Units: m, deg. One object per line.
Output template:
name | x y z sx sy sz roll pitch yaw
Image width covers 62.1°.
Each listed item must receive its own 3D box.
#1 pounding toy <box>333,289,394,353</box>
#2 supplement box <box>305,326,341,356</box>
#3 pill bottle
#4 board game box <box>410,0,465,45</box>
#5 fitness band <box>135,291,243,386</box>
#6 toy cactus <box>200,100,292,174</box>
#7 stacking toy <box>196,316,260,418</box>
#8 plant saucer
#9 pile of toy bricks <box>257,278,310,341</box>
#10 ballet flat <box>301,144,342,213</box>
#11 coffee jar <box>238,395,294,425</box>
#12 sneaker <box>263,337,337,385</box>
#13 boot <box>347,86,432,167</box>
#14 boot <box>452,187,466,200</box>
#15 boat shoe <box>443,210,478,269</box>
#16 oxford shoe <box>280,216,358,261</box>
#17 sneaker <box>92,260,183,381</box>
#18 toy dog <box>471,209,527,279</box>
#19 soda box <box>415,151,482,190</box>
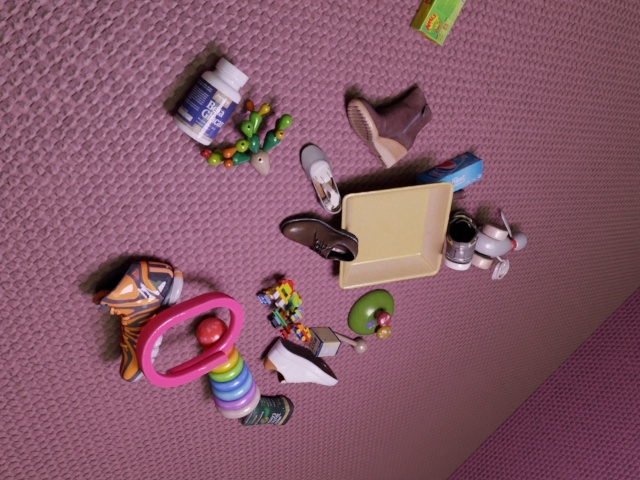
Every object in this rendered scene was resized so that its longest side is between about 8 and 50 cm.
pounding toy | 0.178 0.289 1.796 0.237 0.110 0.183 -50 134 5
supplement box | 0.007 0.328 1.724 0.083 0.083 0.056 4 117 -37
pill bottle | -0.229 -0.296 1.124 0.094 0.094 0.169 29 101 -43
board game box | 0.307 -0.593 1.317 0.092 0.043 0.181 14 111 -39
fitness band | -0.318 0.244 1.330 0.290 0.054 0.209 -23 124 -36
toy cactus | -0.162 -0.220 1.237 0.219 0.112 0.180 -38 153 -10
stacking toy | -0.274 0.358 1.528 0.141 0.141 0.331 -24 127 -19
plant saucer | 0.207 -0.028 1.581 0.332 0.081 0.333 -8 125 -13
pile of toy bricks | -0.092 0.195 1.569 0.105 0.118 0.212 -50 124 -34
ballet flat | 0.012 -0.157 1.402 0.072 0.068 0.213 -33 133 -11
coffee jar | -0.178 0.565 1.766 0.184 0.079 0.096 17 110 -41
sneaker | -0.070 0.421 1.733 0.290 0.106 0.123 37 100 -33
boot | 0.188 -0.337 1.407 0.207 0.090 0.248 -51 134 -11
boot | 0.388 -0.122 1.667 0.114 0.106 0.037 -27 94 -16
boat shoe | 0.446 -0.023 1.669 0.305 0.109 0.091 -61 158 -56
oxford shoe | 0.000 0.000 1.446 0.227 0.096 0.083 15 125 -9
sneaker | -0.474 0.189 1.292 0.180 0.124 0.321 16 99 -36
toy dog | 0.599 -0.005 1.883 0.220 0.161 0.333 -55 148 6
soda box | 0.397 -0.195 1.638 0.210 0.067 0.071 -26 131 -18
